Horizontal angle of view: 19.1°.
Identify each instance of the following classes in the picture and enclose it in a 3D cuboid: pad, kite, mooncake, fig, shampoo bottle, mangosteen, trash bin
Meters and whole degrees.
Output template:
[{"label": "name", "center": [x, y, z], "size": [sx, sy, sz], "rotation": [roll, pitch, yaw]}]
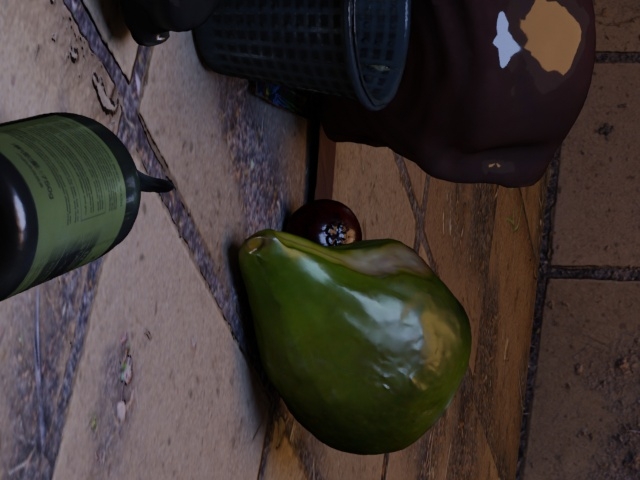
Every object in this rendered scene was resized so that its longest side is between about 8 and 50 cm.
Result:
[{"label": "pad", "center": [0.007, -0.113, 2.032], "size": [0.113, 0.006, 0.188], "rotation": [22, 71, -81]}, {"label": "kite", "center": [-0.040, -0.213, 1.849], "size": [0.234, 0.016, 0.321], "rotation": [-69, 155, -49]}, {"label": "mooncake", "center": [0.103, -0.193, 1.821], "size": [0.326, 0.174, 0.334], "rotation": [59, -38, 30]}, {"label": "fig", "center": [0.007, 0.074, 1.795], "size": [0.275, 0.206, 0.206], "rotation": [37, 50, -36]}, {"label": "shampoo bottle", "center": [-0.175, -0.026, 1.179], "size": [0.284, 0.101, 0.101], "rotation": [-31, 121, -73]}, {"label": "mangosteen", "center": [0.002, 0.000, 1.904], "size": [0.081, 0.081, 0.081], "rotation": [1, 90, -75]}, {"label": "trash bin", "center": [-0.020, -0.198, 1.632], "size": [0.175, 0.161, 0.175], "rotation": [1, 90, -71]}]

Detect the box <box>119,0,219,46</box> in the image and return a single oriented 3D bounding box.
[{"label": "box", "center": [-0.106, -0.369, 1.430], "size": [0.350, 0.091, 0.359], "rotation": [-72, 156, -48]}]
